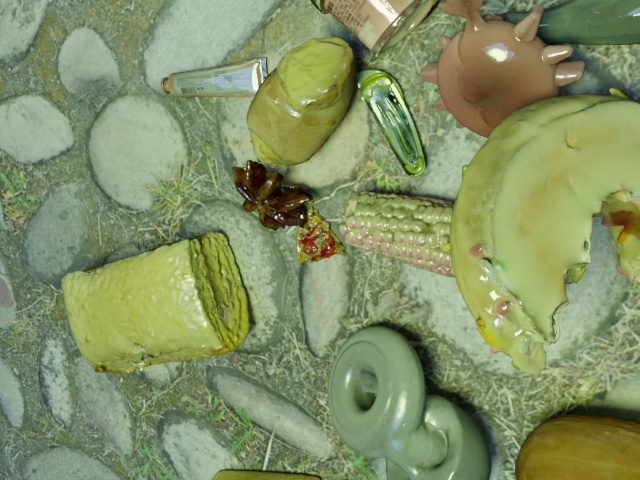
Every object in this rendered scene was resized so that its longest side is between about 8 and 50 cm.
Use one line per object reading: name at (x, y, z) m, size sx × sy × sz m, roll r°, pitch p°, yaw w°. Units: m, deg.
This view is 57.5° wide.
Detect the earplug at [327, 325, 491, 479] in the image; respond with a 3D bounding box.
earplug at (0.139, 0.294, 0.965) m, size 0.325 × 0.175 × 0.214 m, roll 50°, pitch 124°, yaw 17°

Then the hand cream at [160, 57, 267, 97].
hand cream at (-0.188, -0.282, 1.033) m, size 0.210 × 0.043 × 0.067 m, roll 3°, pitch 107°, yaw 21°

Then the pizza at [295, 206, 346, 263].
pizza at (-0.012, -0.009, 1.023) m, size 0.100 × 0.029 × 0.099 m, roll -11°, pitch 98°, yaw 28°

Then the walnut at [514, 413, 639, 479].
walnut at (0.421, 0.346, 0.803) m, size 0.298 × 0.203 × 0.203 m, roll 0°, pitch 105°, yaw 39°

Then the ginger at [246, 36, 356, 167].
ginger at (-0.030, -0.218, 0.910) m, size 0.138 × 0.152 × 0.267 m, roll 47°, pitch 142°, yaw 6°

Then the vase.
vase at (0.342, -0.282, 0.744) m, size 0.214 × 0.086 × 0.086 m, roll 0°, pitch 104°, yaw 31°

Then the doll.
doll at (0.230, -0.216, 0.768) m, size 0.211 × 0.093 × 0.262 m, roll -3°, pitch 136°, yaw 46°

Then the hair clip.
hair clip at (0.115, -0.186, 0.907) m, size 0.060 × 0.033 × 0.188 m, roll -26°, pitch 89°, yaw 28°

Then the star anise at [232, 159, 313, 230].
star anise at (-0.091, -0.072, 1.004) m, size 0.168 × 0.057 × 0.168 m, roll 18°, pitch 142°, yaw 15°

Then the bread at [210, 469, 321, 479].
bread at (-0.117, 0.579, 1.195) m, size 0.275 × 0.114 × 0.184 m, roll -8°, pitch 100°, yaw 30°

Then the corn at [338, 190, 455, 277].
corn at (0.184, -0.007, 0.881) m, size 0.335 × 0.126 × 0.126 m, roll 17°, pitch 111°, yaw 26°

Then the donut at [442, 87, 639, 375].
donut at (0.315, -0.021, 0.699) m, size 0.371 × 0.150 × 0.307 m, roll -11°, pitch 80°, yaw -15°

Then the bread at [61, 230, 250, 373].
bread at (-0.333, 0.136, 1.149) m, size 0.375 × 0.165 × 0.236 m, roll -13°, pitch 93°, yaw 29°

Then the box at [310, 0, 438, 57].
box at (0.081, -0.347, 0.818) m, size 0.135 × 0.151 × 0.151 m, roll 46°, pitch 119°, yaw -1°
